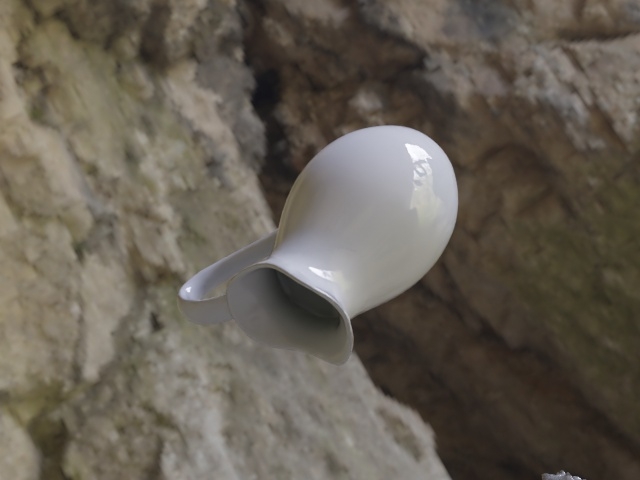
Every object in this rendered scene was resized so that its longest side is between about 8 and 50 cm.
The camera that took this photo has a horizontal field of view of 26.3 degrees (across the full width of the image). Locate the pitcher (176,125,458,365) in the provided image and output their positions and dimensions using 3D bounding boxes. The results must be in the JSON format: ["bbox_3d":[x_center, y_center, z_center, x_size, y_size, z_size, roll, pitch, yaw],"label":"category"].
[{"bbox_3d":[0.000,0.000,1.060,0.178,0.125,0.207,3,37,36],"label":"pitcher"}]

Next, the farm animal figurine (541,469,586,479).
[{"bbox_3d":[0.162,0.289,0.671,0.172,0.330,0.327,-24,-6,22],"label":"farm animal figurine"}]
